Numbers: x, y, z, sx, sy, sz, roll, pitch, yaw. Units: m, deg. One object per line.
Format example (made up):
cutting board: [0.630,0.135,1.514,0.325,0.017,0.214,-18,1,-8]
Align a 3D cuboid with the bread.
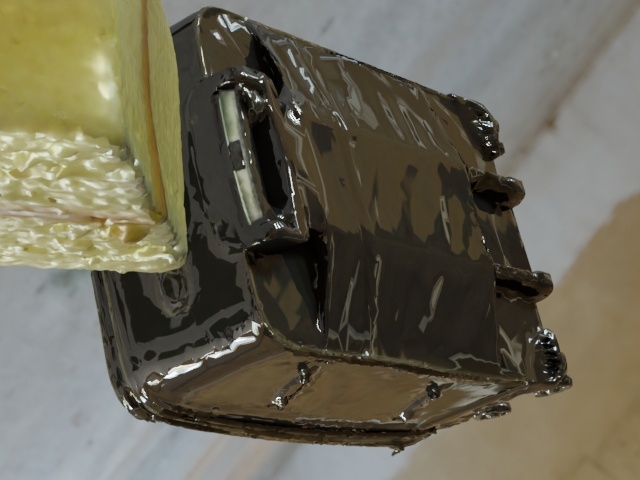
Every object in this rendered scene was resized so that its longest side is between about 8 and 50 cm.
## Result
bread: [-0.191,-0.093,0.770,0.263,0.236,0.198,84,2,-77]

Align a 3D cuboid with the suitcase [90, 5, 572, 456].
suitcase: [0.000,0.000,1.288,0.194,0.283,0.434,-25,158,29]
